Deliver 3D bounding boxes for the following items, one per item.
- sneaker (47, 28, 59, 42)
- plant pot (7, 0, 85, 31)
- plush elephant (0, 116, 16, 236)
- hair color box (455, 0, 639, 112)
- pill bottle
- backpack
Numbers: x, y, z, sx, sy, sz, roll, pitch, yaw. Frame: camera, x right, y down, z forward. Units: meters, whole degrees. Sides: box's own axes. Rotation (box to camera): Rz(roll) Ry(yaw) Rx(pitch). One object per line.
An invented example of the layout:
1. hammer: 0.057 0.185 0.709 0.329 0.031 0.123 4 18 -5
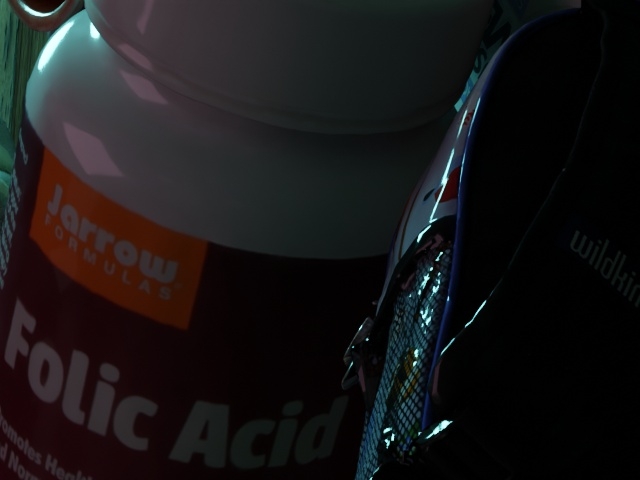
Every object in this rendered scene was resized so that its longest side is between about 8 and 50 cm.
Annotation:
1. sneaker: -0.073 -0.051 1.168 0.178 0.296 0.123 -59 -23 -31
2. plant pot: -0.039 -0.258 1.073 0.272 0.265 0.272 175 90 -65
3. plush elephant: -0.227 -0.024 1.565 0.272 0.255 0.330 -47 36 46
4. hair color box: 0.119 -0.035 0.984 0.185 0.110 0.338 -109 29 -52
5. pill bottle: -0.052 0.010 0.960 0.224 0.224 0.392 -108 29 -54
6. backpack: 0.135 0.050 0.690 0.213 0.277 0.263 129 157 -56
